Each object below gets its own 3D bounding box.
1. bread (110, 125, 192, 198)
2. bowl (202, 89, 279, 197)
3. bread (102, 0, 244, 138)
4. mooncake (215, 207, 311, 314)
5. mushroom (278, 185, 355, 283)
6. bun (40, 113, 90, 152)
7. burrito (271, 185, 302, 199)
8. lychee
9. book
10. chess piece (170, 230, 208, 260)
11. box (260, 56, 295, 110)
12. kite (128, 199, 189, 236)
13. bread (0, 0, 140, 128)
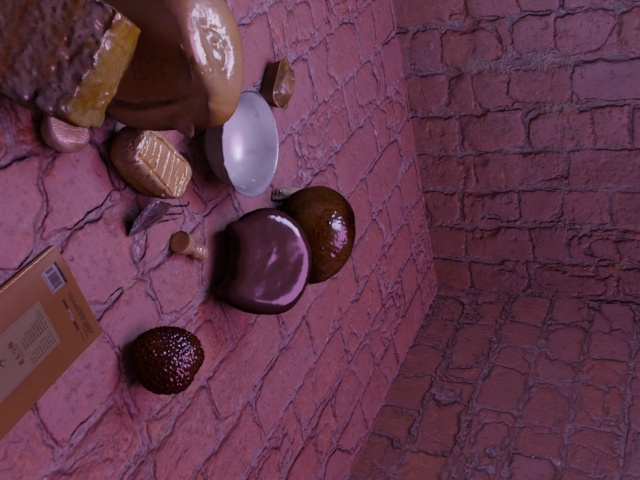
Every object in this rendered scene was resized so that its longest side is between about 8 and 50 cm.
[{"bbox_3d":[-0.434,-0.194,1.760,0.236,0.106,0.140,49,48,-54],"label":"bread"},{"bbox_3d":[-0.260,-0.286,2.049,0.313,0.146,0.314,-16,108,-62],"label":"bowl"},{"bbox_3d":[-0.368,-0.433,1.569,0.253,0.376,0.348,-58,140,-45],"label":"bread"},{"bbox_3d":[-0.188,0.077,2.132,0.333,0.174,0.326,-27,96,-22],"label":"mooncake"},{"bbox_3d":[-0.003,0.011,2.380,0.356,0.334,0.331,48,26,-33],"label":"mushroom"},{"bbox_3d":[-0.570,-0.247,1.532,0.115,0.069,0.115,19,64,-44],"label":"bun"},{"bbox_3d":[-0.115,-0.168,2.464,0.045,0.041,0.185,53,25,14],"label":"burrito"},{"bbox_3d":[-0.399,0.311,1.804,0.194,0.194,0.195,-10,102,-62],"label":"lychee"},{"bbox_3d":[-0.643,0.223,1.475,0.389,0.032,0.269,-53,136,-48],"label":"book"},{"bbox_3d":[-0.368,0.019,1.964,0.122,0.066,0.066,36,60,-64],"label":"chess piece"},{"bbox_3d":[-0.135,-0.524,2.318,0.111,0.111,0.177,41,57,-57],"label":"box"},{"bbox_3d":[-0.417,-0.072,1.838,0.127,0.016,0.229,-48,171,23],"label":"kite"},{"bbox_3d":[-0.556,-0.377,1.324,0.264,0.395,0.239,8,105,-87],"label":"bread"}]
